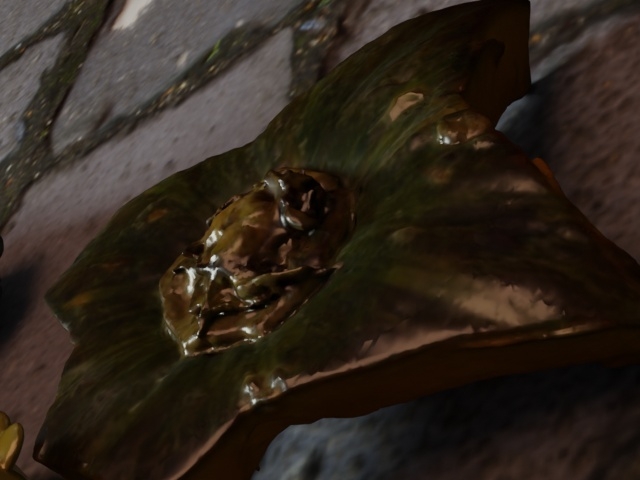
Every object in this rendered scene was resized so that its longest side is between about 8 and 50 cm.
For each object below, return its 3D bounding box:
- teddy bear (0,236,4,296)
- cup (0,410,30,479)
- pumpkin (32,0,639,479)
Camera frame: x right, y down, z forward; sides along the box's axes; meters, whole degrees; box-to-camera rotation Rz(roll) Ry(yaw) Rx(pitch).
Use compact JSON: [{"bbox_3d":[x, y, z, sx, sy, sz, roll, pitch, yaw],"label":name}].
[{"bbox_3d":[-0.396,0.135,0.883,0.367,0.224,0.357,-37,28,45],"label":"teddy bear"},{"bbox_3d":[-0.179,0.174,0.519,0.241,0.185,0.226,-46,32,27],"label":"cup"},{"bbox_3d":[-0.015,0.018,0.604,0.290,0.095,0.258,-31,28,17],"label":"pumpkin"}]
